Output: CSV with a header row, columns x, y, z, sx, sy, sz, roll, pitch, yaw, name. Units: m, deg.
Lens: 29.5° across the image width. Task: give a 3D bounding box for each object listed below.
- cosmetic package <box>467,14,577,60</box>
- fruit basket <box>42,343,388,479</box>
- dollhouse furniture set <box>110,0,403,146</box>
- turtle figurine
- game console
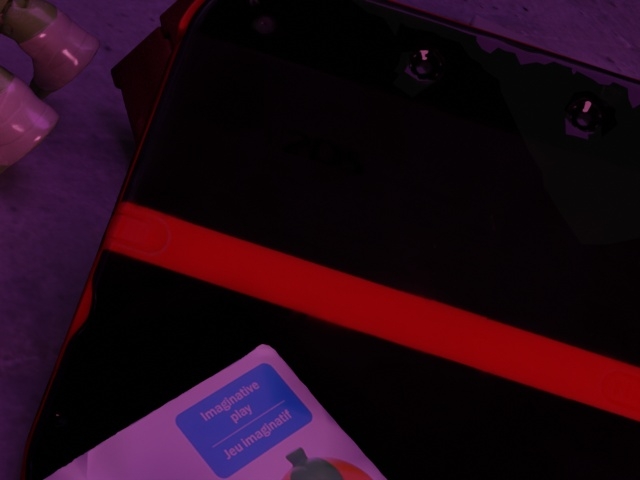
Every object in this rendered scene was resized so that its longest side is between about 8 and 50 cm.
x,y,z,sx,sy,sz,roll,pitch,yaw,name
0.175,-0.038,0.821,0.238,0.127,0.107,19,51,-7,cosmetic package
-0.023,0.233,0.462,0.327,0.165,0.353,-29,74,-35,fruit basket
0.000,0.000,0.892,0.201,0.152,0.374,3,63,-41,dollhouse furniture set
-0.306,-0.161,0.821,0.266,0.275,0.198,44,5,-25,turtle figurine
0.063,0.042,0.687,0.387,0.342,0.060,18,-8,2,game console
